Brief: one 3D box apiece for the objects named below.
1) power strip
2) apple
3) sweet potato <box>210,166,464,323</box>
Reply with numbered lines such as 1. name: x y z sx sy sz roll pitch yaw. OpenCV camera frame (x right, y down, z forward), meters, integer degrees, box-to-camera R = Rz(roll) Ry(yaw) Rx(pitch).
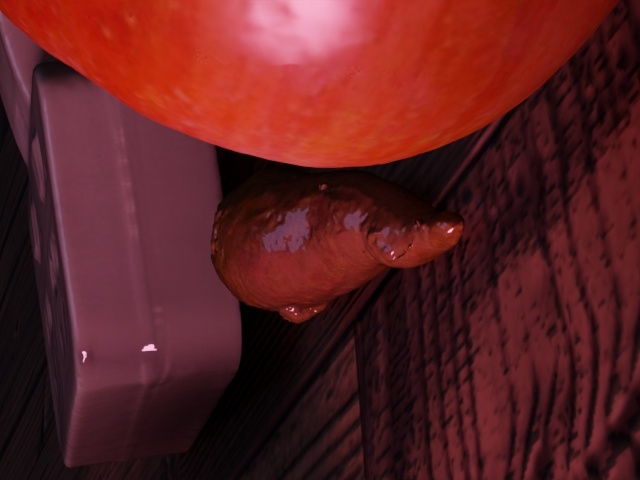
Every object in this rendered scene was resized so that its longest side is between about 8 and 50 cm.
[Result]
1. power strip: -0.093 -0.030 0.906 0.229 0.141 0.261 120 142 -67
2. apple: -0.003 -0.159 0.471 0.242 0.242 0.241 -108 25 -53
3. sweet potato: -0.007 0.000 0.696 0.226 0.068 0.068 170 107 -71
